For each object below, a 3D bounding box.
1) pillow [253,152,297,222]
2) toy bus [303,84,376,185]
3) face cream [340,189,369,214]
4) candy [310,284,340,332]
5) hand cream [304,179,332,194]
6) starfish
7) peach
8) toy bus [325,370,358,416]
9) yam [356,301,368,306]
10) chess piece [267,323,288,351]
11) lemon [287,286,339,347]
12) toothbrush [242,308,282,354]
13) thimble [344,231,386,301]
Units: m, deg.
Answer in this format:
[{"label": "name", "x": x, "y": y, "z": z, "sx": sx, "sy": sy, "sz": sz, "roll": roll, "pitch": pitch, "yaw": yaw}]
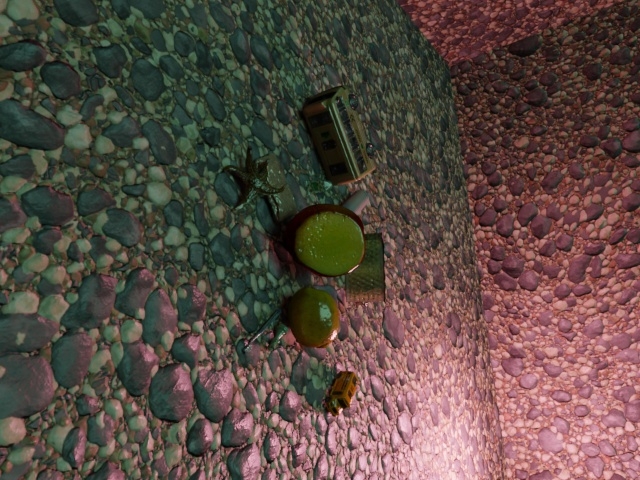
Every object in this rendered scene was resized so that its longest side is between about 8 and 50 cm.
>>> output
[{"label": "pillow", "x": -0.148, "y": -0.181, "z": 1.788, "sx": 0.126, "sy": 0.043, "sz": 0.232, "roll": -31, "pitch": 102, "yaw": -58}, {"label": "toy bus", "x": 0.075, "y": -0.413, "z": 2.101, "sx": 0.202, "sy": 0.177, "sz": 0.365, "roll": -43, "pitch": 116, "yaw": -48}, {"label": "face cream", "x": 0.123, "y": -0.129, "z": 2.163, "sx": 0.250, "sy": 0.077, "sz": 0.077, "roll": -46, "pitch": 118, "yaw": -55}, {"label": "candy", "x": 0.016, "y": 0.244, "z": 1.861, "sx": 0.138, "sy": 0.071, "sz": 0.174, "roll": 7, "pitch": 72, "yaw": -56}, {"label": "hand cream", "x": -0.007, "y": -0.208, "z": 2.037, "sx": 0.165, "sy": 0.037, "sz": 0.057, "roll": -14, "pitch": 90, "yaw": -53}, {"label": "starfish", "x": -0.207, "y": -0.181, "z": 1.653, "sx": 0.213, "sy": 0.057, "sz": 0.238, "roll": 33, "pitch": 57, "yaw": -26}, {"label": "peach", "x": 0.000, "y": 0.000, "z": 1.770, "sx": 0.275, "sy": 0.245, "sz": 0.248, "roll": 14, "pitch": 71, "yaw": -29}, {"label": "toy bus", "x": 0.077, "y": 0.535, "z": 1.850, "sx": 0.069, "sy": 0.074, "sz": 0.162, "roll": 63, "pitch": 33, "yaw": -24}, {"label": "yam", "x": 0.186, "y": 0.169, "z": 2.184, "sx": 0.057, "sy": 0.057, "sz": 0.241, "roll": 51, "pitch": 39, "yaw": -36}, {"label": "chess piece", "x": -0.136, "y": 0.305, "z": 1.634, "sx": 0.042, "sy": 0.042, "sz": 0.093, "roll": 58, "pitch": 44, "yaw": -28}, {"label": "lemon", "x": -0.021, "y": 0.252, "z": 1.713, "sx": 0.170, "sy": 0.170, "sz": 0.207, "roll": -8, "pitch": 90, "yaw": -58}, {"label": "toothbrush", "x": -0.173, "y": 0.272, "z": 1.603, "sx": 0.219, "sy": 0.016, "sz": 0.019, "roll": -49, "pitch": 121, "yaw": -53}, {"label": "thimble", "x": 0.164, "y": 0.105, "z": 1.979, "sx": 0.271, "sy": 0.150, "sz": 0.270, "roll": -3, "pitch": 90, "yaw": -86}]
